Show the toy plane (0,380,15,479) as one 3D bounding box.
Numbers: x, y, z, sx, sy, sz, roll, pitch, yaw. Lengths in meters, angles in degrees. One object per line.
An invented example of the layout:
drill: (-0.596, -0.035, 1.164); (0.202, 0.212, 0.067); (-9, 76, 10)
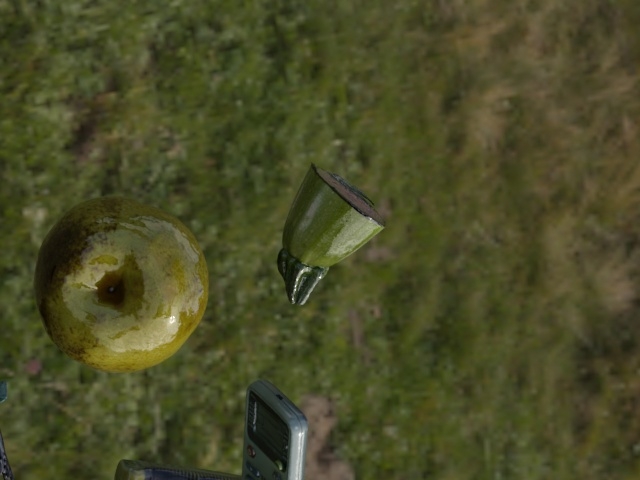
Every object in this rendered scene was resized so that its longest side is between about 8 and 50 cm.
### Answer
toy plane: (-0.457, 0.380, 1.966); (0.106, 0.155, 0.381); (61, 12, -72)

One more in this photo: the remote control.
remote control: (-0.028, 0.142, 0.856); (0.018, 0.053, 0.124); (-15, 126, -31)

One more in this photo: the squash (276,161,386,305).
squash: (-0.008, -0.001, 1.543); (0.105, 0.132, 0.105); (37, 11, -9)

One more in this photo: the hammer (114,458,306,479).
hammer: (-0.081, 0.239, 1.368); (0.227, 0.159, 0.041); (10, 88, -16)

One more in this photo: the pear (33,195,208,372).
pear: (-0.219, 0.047, 1.625); (0.197, 0.197, 0.197); (22, 65, -59)
